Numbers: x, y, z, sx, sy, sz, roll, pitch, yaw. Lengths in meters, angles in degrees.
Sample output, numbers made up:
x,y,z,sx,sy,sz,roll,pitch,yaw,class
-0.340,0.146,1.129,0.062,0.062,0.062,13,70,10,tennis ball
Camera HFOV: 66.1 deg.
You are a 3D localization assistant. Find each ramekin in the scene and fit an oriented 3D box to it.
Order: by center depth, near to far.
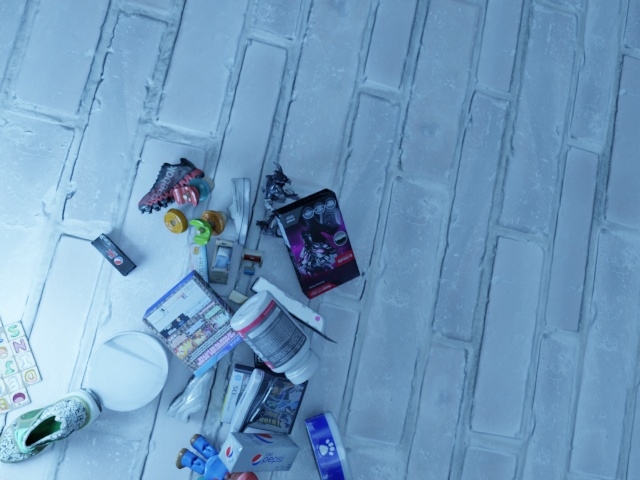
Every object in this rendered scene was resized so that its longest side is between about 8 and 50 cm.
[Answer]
x,y,z,sx,sy,sz,roll,pitch,yaw,class
-0.669,0.452,1.740,0.272,0.127,0.273,1,84,-10,ramekin

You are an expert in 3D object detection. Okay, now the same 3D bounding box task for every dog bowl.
x,y,z,sx,sy,sz,roll,pitch,yaw,class
0.028,0.763,1.774,0.104,0.265,0.265,-16,87,-10,dog bowl

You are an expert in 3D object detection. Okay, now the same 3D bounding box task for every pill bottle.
x,y,z,sx,sy,sz,roll,pitch,yaw,class
-0.147,0.342,1.706,0.176,0.176,0.318,-43,104,-12,pill bottle

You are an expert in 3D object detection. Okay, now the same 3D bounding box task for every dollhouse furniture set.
x,y,z,sx,sy,sz,roll,pitch,yaw,class
-0.308,0.087,1.829,0.183,0.129,0.129,9,62,-10,dollhouse furniture set

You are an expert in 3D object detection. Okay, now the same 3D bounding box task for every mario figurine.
x,y,z,sx,sy,sz,roll,pitch,yaw,class
-0.351,0.835,1.728,0.320,0.170,0.198,29,83,19,mario figurine

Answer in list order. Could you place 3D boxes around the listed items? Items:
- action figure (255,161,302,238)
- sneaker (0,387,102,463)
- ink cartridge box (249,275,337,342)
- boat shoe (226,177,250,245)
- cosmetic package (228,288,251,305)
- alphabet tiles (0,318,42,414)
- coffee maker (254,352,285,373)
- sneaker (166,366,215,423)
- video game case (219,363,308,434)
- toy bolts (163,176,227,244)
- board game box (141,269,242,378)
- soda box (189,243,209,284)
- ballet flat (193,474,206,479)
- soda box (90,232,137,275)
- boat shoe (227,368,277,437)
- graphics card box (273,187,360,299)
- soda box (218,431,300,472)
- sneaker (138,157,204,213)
x,y,z,sx,sy,sz,roll,pitch,yaw,class
-0.158,-0.156,1.886,0.141,0.164,0.276,6,102,-35,action figure
-0.935,0.625,1.609,0.410,0.182,0.158,-32,88,10,sneaker
-0.095,0.259,1.848,0.371,0.176,0.069,36,78,-6,ink cartridge box
-0.317,-0.114,1.887,0.088,0.096,0.268,3,82,-7,boat shoe
-0.292,0.228,1.872,0.115,0.060,0.041,27,80,-6,cosmetic package
-1.151,0.438,1.706,0.285,0.011,0.343,-21,88,-13,alphabet tiles
-0.160,0.472,1.857,0.178,0.120,0.171,-1,110,-10,coffee maker
-0.451,0.564,1.801,0.115,0.090,0.232,39,87,-12,sneaker
-0.209,0.587,1.807,0.274,0.035,0.248,14,110,-9,video game case
-0.463,-0.129,1.840,0.218,0.158,0.229,12,122,24,toy bolts
-0.442,0.292,1.757,0.232,0.141,0.291,-40,103,-5,board game box
-0.455,0.103,1.854,0.063,0.058,0.183,-5,86,-12,soda box
-0.344,0.896,1.786,0.240,0.077,0.091,11,49,-6,ballet flat
-0.756,0.054,1.802,0.060,0.053,0.169,-44,93,-12,soda box
-0.239,0.595,1.738,0.102,0.108,0.301,22,101,-11,boat shoe
-0.008,0.015,1.864,0.232,0.094,0.371,-23,112,-13,graphics card box
-0.211,0.747,1.737,0.286,0.091,0.098,24,92,-44,soda box
-0.578,-0.212,1.843,0.276,0.097,0.135,-39,93,-14,sneaker
